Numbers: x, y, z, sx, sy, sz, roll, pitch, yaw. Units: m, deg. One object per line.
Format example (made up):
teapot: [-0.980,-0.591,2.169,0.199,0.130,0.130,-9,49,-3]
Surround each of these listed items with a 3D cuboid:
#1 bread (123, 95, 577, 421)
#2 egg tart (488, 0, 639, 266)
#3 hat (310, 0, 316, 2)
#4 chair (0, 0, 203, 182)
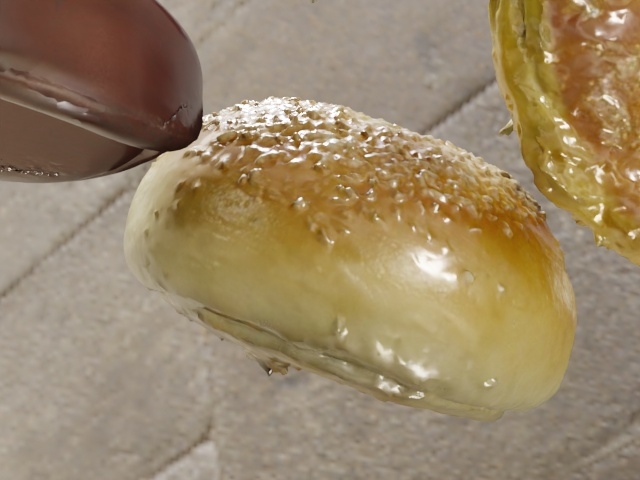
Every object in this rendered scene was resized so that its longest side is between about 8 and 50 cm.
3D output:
bread: [-0.005,-0.002,1.034,0.314,0.192,0.171,21,93,30]
egg tart: [0.268,-0.139,1.051,0.339,0.153,0.352,-25,97,9]
hat: [0.009,-0.226,1.028,0.081,0.122,0.166,-15,22,24]
chair: [-0.165,-0.199,0.981,0.226,0.226,0.401,-28,47,43]
